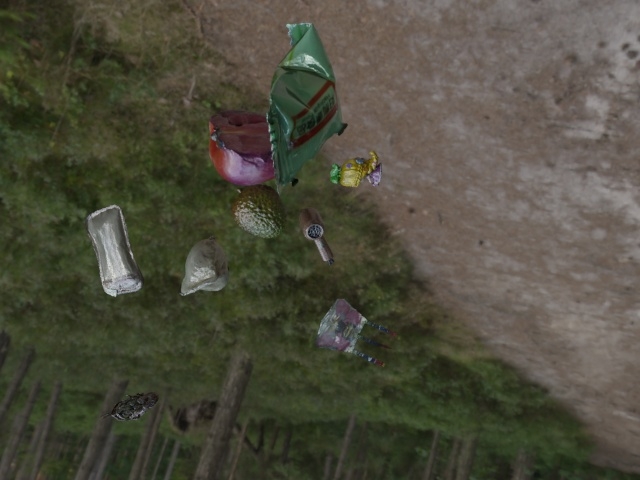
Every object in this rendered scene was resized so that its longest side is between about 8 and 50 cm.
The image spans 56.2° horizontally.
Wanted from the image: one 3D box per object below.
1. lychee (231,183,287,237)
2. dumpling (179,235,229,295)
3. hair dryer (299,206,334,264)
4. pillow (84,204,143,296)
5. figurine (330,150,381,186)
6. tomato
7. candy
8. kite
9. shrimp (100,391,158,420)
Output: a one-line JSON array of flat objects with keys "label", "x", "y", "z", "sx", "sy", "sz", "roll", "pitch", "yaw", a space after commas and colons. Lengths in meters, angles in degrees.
[{"label": "lychee", "x": -0.133, "y": -0.066, "z": 1.298, "sx": 0.146, "sy": 0.114, "sz": 0.114, "roll": 48, "pitch": 178, "yaw": 19}, {"label": "dumpling", "x": -0.343, "y": 0.088, "z": 1.731, "sx": 0.142, "sy": 0.173, "sz": 0.247, "roll": 47, "pitch": -168, "yaw": -24}, {"label": "hair dryer", "x": 0.000, "y": 0.000, "z": 1.736, "sx": 0.181, "sy": 0.064, "sz": 0.117, "roll": 62, "pitch": -177, "yaw": -27}, {"label": "pillow", "x": -0.538, "y": 0.029, "z": 1.562, "sx": 0.131, "sy": 0.232, "sz": 0.038, "roll": -14, "pitch": -177, "yaw": 22}, {"label": "figurine", "x": 0.109, "y": -0.223, "z": 1.834, "sx": 0.157, "sy": 0.094, "sz": 0.114, "roll": 2, "pitch": 126, "yaw": 0}, {"label": "tomato", "x": -0.211, "y": -0.273, "z": 1.900, "sx": 0.290, "sy": 0.176, "sz": 0.334, "roll": -3, "pitch": -146, "yaw": -23}, {"label": "candy", "x": -0.059, "y": -0.316, "z": 1.447, "sx": 0.172, "sy": 0.397, "sz": 0.262, "roll": 4, "pitch": 138, "yaw": 21}, {"label": "kite", "x": 0.123, "y": 0.339, "z": 2.144, "sx": 0.022, "sy": 0.204, "sz": 0.361, "roll": 33, "pitch": 172, "yaw": -41}, {"label": "shrimp", "x": -0.602, "y": 0.528, "z": 1.901, "sx": 0.190, "sy": 0.074, "sz": 0.073, "roll": -8, "pitch": 148, "yaw": -36}]
